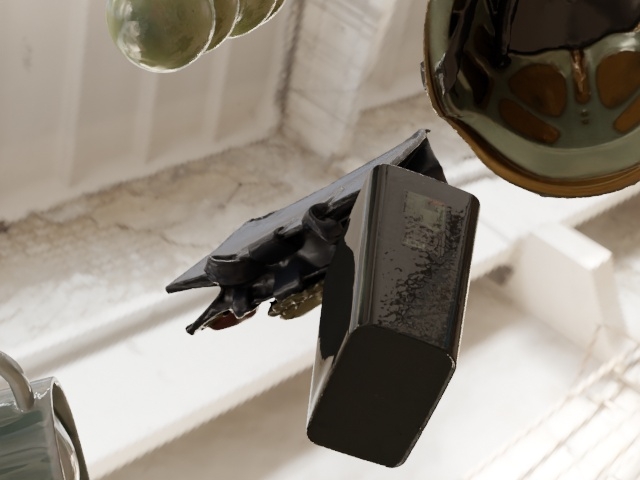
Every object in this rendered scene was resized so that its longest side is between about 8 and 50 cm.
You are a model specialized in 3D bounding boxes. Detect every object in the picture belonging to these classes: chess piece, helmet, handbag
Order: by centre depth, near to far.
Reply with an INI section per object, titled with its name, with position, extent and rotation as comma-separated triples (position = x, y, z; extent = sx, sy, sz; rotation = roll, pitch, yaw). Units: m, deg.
[helmet]
position = 0.166, -0.152, 0.787
extent = 0.130, 0.198, 0.224
rotation = -77, -23, -48
[chess piece]
position = -0.128, -0.246, 1.166
extent = 0.251, 0.144, 0.144
rotation = -57, -12, -60
[handbag]
position = 0.000, 0.000, 1.458
extent = 0.303, 0.122, 0.329
rotation = -26, 5, 23

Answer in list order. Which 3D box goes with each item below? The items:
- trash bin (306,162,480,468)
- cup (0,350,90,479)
[trash bin]
position = 0.061, 0.067, 1.065
extent = 0.225, 0.115, 0.165
rotation = -75, 7, -54
[cup]
position = -0.440, 0.284, 1.431
extent = 0.274, 0.259, 0.357
rotation = -15, -58, -7
